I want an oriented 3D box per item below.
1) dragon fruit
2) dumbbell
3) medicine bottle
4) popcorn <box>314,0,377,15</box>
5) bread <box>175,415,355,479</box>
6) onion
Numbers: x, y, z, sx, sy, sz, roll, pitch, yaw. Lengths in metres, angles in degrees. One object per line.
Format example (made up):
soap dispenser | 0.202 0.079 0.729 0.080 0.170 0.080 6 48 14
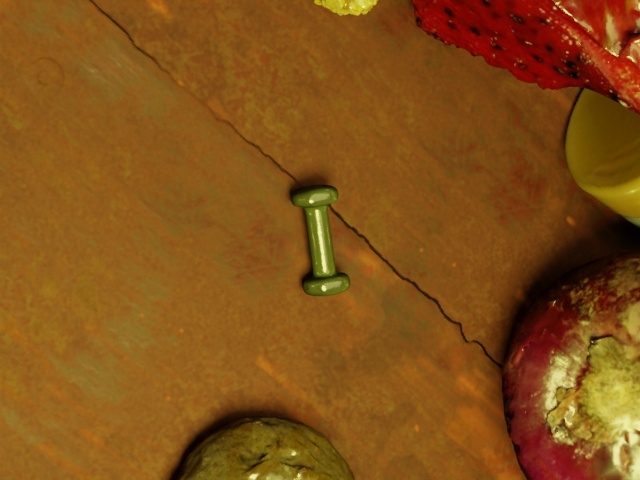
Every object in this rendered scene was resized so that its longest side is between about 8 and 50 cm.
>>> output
dragon fruit | 0.292 -0.294 1.708 0.286 0.329 0.228 -46 155 -20
dumbbell | 0.000 0.000 1.742 0.052 0.046 0.118 -11 98 -24
medicine bottle | 0.439 -0.103 1.880 0.232 0.238 0.238 33 76 -29
popcorn | 0.028 -0.276 1.739 0.082 0.057 0.083 -33 111 -18
bread | -0.048 0.297 1.688 0.230 0.123 0.230 0 91 -32
onion | 0.389 0.184 1.857 0.385 0.348 0.348 18 82 -64
